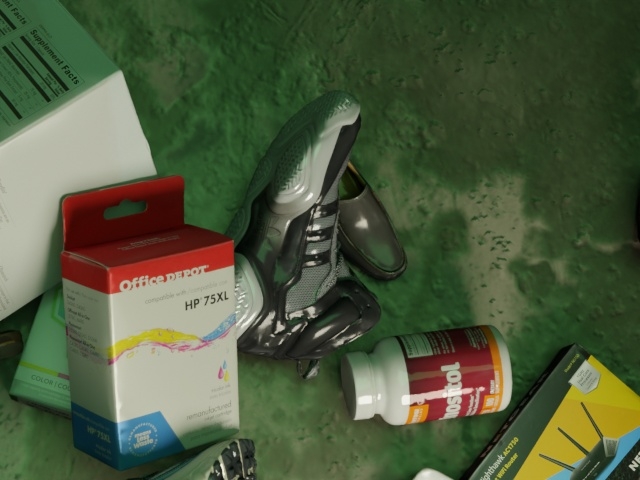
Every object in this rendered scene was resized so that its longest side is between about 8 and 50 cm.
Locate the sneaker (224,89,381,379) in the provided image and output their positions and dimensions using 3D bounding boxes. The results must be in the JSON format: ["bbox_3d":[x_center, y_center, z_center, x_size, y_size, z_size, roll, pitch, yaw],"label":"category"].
[{"bbox_3d":[0.000,0.000,1.452,0.153,0.101,0.269,27,93,-24],"label":"sneaker"}]

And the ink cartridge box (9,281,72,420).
[{"bbox_3d":[-0.206,0.066,1.443,0.109,0.062,0.209,19,75,-5],"label":"ink cartridge box"}]

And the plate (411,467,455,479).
[{"bbox_3d":[0.146,0.398,1.428,0.277,0.045,0.278,30,76,7],"label":"plate"}]

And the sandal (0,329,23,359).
[{"bbox_3d":[-0.358,0.150,1.378,0.219,0.090,0.060,-28,96,-7],"label":"sandal"}]

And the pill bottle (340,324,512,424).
[{"bbox_3d":[0.100,0.131,1.473,0.152,0.086,0.086,-7,80,-11],"label":"pill bottle"}]

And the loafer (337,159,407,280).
[{"bbox_3d":[0.028,-0.034,1.506,0.062,0.061,0.170,-39,88,-16],"label":"loafer"}]

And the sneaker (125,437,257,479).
[{"bbox_3d":[-0.147,0.233,1.338,0.122,0.283,0.110,6,99,22],"label":"sneaker"}]

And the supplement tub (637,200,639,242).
[{"bbox_3d":[0.429,-0.019,1.553,0.197,0.106,0.106,10,77,-8],"label":"supplement tub"}]

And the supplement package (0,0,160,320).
[{"bbox_3d":[-0.309,-0.072,1.351,0.262,0.199,0.198,-34,56,-15],"label":"supplement package"}]

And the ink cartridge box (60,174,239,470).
[{"bbox_3d":[-0.148,0.069,1.345,0.134,0.078,0.231,-14,110,-38],"label":"ink cartridge box"}]

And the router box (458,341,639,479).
[{"bbox_3d":[0.241,0.211,1.502,0.133,0.046,0.179,40,75,0],"label":"router box"}]
